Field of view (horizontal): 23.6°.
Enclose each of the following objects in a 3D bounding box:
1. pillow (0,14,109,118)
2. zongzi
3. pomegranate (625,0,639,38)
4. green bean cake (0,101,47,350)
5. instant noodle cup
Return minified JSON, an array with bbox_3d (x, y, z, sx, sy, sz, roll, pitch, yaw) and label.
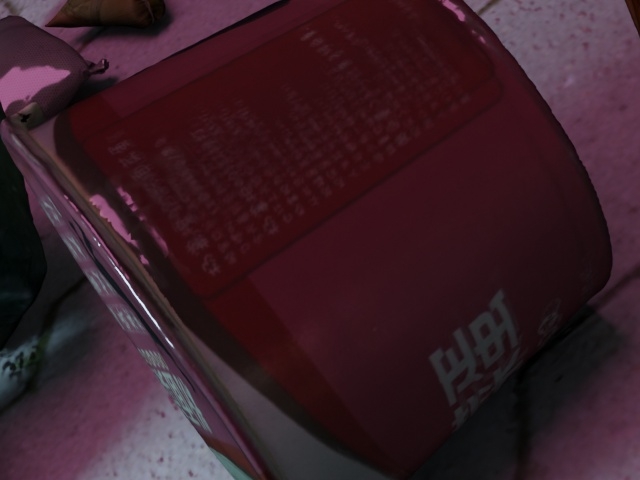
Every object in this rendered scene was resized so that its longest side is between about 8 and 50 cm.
[{"bbox_3d":[-0.274,-0.063,1.065,0.255,0.059,0.169,-47,36,-7],"label":"pillow"},{"bbox_3d":[-0.152,-0.160,1.069,0.083,0.040,0.076,-32,36,0],"label":"zongzi"},{"bbox_3d":[0.222,-0.137,0.613,0.215,0.215,0.215,-22,41,21],"label":"pomegranate"},{"bbox_3d":[-0.338,0.021,0.883,0.308,0.300,0.169,-49,53,56],"label":"green bean cake"},{"bbox_3d":[0.000,0.000,0.655,0.178,0.235,0.235,-35,37,-9],"label":"instant noodle cup"}]
